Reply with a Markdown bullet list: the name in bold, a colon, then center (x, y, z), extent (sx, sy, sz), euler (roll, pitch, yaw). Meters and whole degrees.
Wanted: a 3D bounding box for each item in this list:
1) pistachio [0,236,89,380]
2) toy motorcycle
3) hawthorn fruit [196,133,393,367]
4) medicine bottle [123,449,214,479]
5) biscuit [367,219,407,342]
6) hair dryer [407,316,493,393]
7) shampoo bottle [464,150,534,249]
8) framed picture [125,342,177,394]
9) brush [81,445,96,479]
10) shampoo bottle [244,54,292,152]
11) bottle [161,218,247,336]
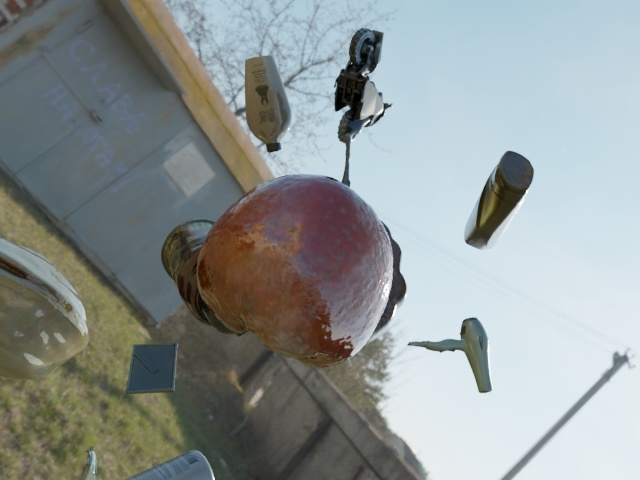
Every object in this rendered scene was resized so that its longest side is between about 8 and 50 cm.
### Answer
- **pistachio**: center (-0.692, 0.126, 1.151), extent (0.445, 0.282, 0.365), euler (32, -46, -17)
- **toy motorcycle**: center (0.105, -0.366, 1.344), extent (0.106, 0.159, 0.271), euler (28, -56, 29)
- **hawthorn fruit**: center (-0.018, 0.031, 0.682), extent (0.235, 0.263, 0.231), euler (49, 20, 15)
- **medicine bottle**: center (-0.443, 0.697, 1.529), extent (0.157, 0.288, 0.157), euler (16, -69, 47)
- **biscuit**: center (0.021, 0.061, 1.278), extent (0.074, 0.358, 0.381), euler (112, -36, -54)
- **hair dryer**: center (0.420, 0.374, 1.719), extent (0.092, 0.266, 0.229), euler (112, -43, -62)
- **shampoo bottle**: center (0.365, -0.075, 1.157), extent (0.084, 0.126, 0.350), euler (25, -11, 13)
- **framed picture**: center (-0.404, 0.306, 1.358), extent (0.149, 0.109, 0.011), euler (-102, -164, -52)
- **brush**: center (-0.500, 0.510, 1.220), extent (0.336, 0.020, 0.086), euler (154, -69, -69)
- **shampoo bottle**: center (-0.146, -0.367, 1.538), extent (0.078, 0.127, 0.257), euler (-75, 155, -81)
- **bottle**: center (-0.173, 0.056, 0.937), extent (0.271, 0.143, 0.156), euler (38, -25, 57)
